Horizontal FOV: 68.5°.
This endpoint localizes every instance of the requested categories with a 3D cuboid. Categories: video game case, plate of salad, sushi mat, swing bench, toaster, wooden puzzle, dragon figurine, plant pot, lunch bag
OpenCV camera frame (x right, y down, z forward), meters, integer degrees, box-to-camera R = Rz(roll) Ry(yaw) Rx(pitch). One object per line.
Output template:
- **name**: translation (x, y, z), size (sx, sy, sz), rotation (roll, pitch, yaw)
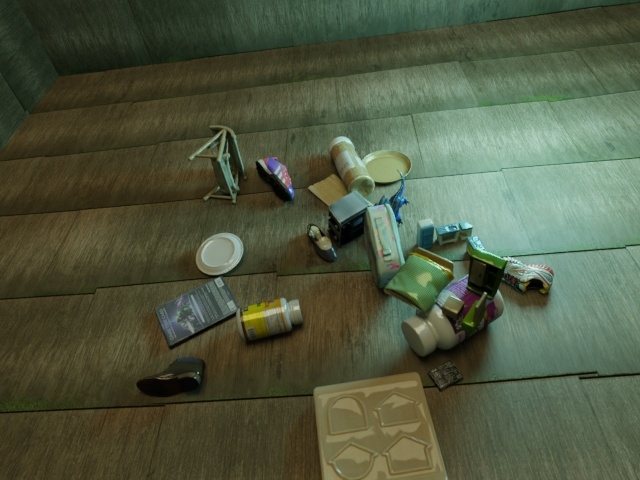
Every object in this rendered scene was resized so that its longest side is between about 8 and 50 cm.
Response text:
- **video game case**: translation (-0.452, 0.257, 1.725), size (0.274, 0.026, 0.196), rotation (-27, 48, -14)
- **plate of salad**: translation (-0.404, 0.057, 1.892), size (0.199, 0.048, 0.200), rotation (-6, 56, 9)
- **sushi mat**: translation (0.090, -0.188, 2.059), size (0.151, 0.019, 0.316), rotation (-32, 50, -18)
- **swing bench**: translation (-0.444, -0.346, 2.139), size (0.165, 0.253, 0.255), rotation (7, 49, 16)
- **toaster**: translation (0.117, -0.087, 1.844), size (0.185, 0.168, 0.110), rotation (-31, 63, -18)
- **wooden puzzle**: translation (0.155, 0.547, 1.313), size (0.321, 0.081, 0.348), rotation (-9, 41, 1)
- **dragon figurine**: translation (0.279, -0.129, 1.844), size (0.085, 0.289, 0.144), rotation (22, 16, 25)
- **plant pot**: translation (0.297, -0.332, 2.150), size (0.236, 0.032, 0.236), rotation (-5, 45, 5)
- **lunch bag**: translation (0.225, 0.023, 1.656), size (0.107, 0.224, 0.279), rotation (-10, 69, -2)

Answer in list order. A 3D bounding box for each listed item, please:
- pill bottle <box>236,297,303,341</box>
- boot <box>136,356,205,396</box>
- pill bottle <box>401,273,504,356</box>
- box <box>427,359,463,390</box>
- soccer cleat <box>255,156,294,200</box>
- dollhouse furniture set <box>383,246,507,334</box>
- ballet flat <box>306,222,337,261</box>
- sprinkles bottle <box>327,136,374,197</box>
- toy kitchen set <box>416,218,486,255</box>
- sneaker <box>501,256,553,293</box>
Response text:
- **pill bottle**: translation (-0.171, 0.265, 1.604), size (0.214, 0.117, 0.117), rotation (-13, 46, -3)
- **boot**: translation (-0.482, 0.443, 1.537), size (0.219, 0.082, 0.106), rotation (-6, 24, 10)
- **pill bottle**: translation (0.413, 0.239, 1.490), size (0.301, 0.169, 0.169), rotation (-28, 48, -15)
- **box**: translation (0.381, 0.412, 1.436), size (0.083, 0.018, 0.067), rotation (-24, 47, -13)
- **soccer cleat**: translation (-0.185, -0.292, 2.150), size (0.116, 0.109, 0.318), rotation (-25, 45, -19)
- **dollhouse furniture set**: translation (0.359, 0.110, 1.398), size (0.301, 0.151, 0.197), rotation (26, 56, 29)
- **ballet flat**: translation (0.000, 0.000, 1.860), size (0.074, 0.074, 0.203), rotation (-24, 48, -13)
- **sprinkles bottle**: translation (0.131, -0.330, 2.101), size (0.121, 0.121, 0.355), rotation (-15, 43, -4)
- **toy kitchen set**: translation (0.480, 0.003, 1.736), size (0.207, 0.122, 0.166), rotation (-13, 46, -2)
- **sneaker**: translation (0.678, 0.121, 1.613), size (0.225, 0.088, 0.093), rotation (9, 50, 18)
